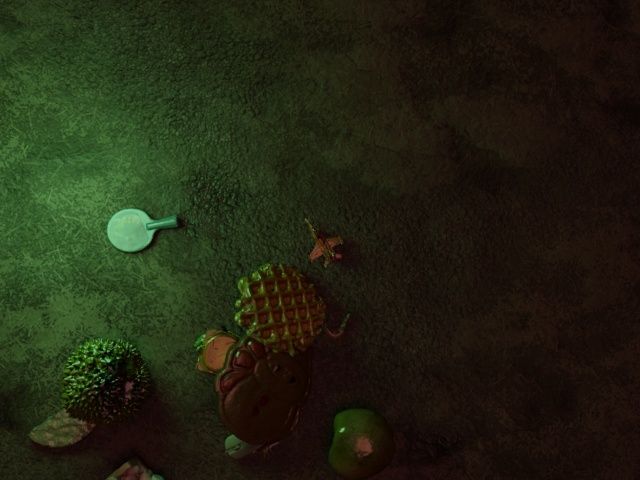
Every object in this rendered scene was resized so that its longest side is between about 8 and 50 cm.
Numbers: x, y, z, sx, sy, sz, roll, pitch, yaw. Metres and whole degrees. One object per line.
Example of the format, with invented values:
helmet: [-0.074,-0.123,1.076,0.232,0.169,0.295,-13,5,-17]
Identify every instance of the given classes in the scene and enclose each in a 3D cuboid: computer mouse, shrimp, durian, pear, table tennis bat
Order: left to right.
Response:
durian: [-0.666,0.434,1.591,0.225,0.291,0.290,-3,85,32]
table tennis bat: [-0.590,-0.042,1.732,0.238,0.038,0.148,-11,87,-6]
computer mouse: [-0.241,0.661,1.727,0.182,0.056,0.089,-29,87,-9]
shrimp: [0.060,0.289,1.814,0.083,0.023,0.114,32,86,-3]
pear: [0.138,0.675,1.713,0.212,0.188,0.228,10,85,4]

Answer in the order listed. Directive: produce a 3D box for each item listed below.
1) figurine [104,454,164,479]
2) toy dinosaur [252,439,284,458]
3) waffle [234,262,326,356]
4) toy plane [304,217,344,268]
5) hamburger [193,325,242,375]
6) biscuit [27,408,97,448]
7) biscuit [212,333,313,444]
figurine: [-0.561,0.798,1.624,0.163,0.141,0.236,-34,92,-5]
toy dinosaur: [-0.174,0.706,1.746,0.113,0.026,0.041,-18,71,0]
waffle: [-0.126,0.216,1.708,0.325,0.068,0.302,40,52,-14]
toy plane: [-0.001,0.002,1.811,0.135,0.062,0.188,-33,78,-9]
hamburger: [-0.324,0.370,1.714,0.190,0.093,0.163,29,80,-7]
biscuit: [-0.791,0.580,1.659,0.250,0.032,0.133,-41,92,-9]
biscuit: [-0.170,0.465,1.696,0.359,0.074,0.381,47,71,-23]
